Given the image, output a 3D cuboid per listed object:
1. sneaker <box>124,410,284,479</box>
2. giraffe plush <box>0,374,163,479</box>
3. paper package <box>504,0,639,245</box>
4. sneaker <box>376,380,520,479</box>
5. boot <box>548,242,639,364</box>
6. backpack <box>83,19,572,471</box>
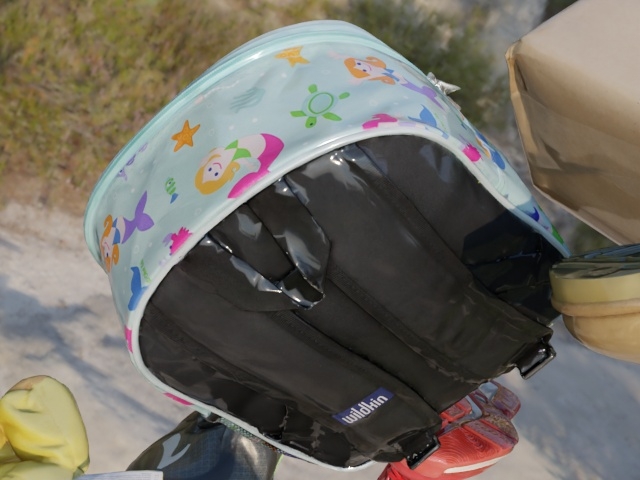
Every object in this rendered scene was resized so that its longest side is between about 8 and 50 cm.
[{"bbox_3d":[-0.088,0.196,1.341,0.185,0.202,0.483,13,31,29],"label":"sneaker"},{"bbox_3d":[-0.212,0.214,0.748,0.210,0.170,0.181,12,37,10],"label":"giraffe plush"},{"bbox_3d":[0.363,-0.099,0.778,0.309,0.168,0.325,-34,46,-15],"label":"paper package"},{"bbox_3d":[0.081,0.171,0.777,0.087,0.128,0.221,32,13,20],"label":"sneaker"},{"bbox_3d":[0.210,0.131,0.513,0.236,0.089,0.269,-5,89,-41],"label":"boot"},{"bbox_3d":[0.000,0.000,0.600,0.253,0.225,0.191,32,23,-51],"label":"backpack"}]
